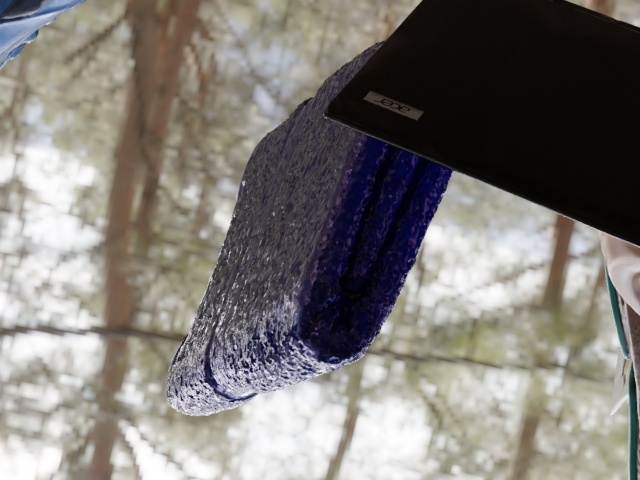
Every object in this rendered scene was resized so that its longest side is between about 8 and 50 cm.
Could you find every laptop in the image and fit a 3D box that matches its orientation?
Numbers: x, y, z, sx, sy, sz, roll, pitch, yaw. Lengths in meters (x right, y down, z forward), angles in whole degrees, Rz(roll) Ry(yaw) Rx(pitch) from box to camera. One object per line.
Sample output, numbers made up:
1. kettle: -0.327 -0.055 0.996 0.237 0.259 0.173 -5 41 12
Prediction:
1. laptop: 0.161 -0.052 0.958 0.234 0.136 0.264 24 174 18

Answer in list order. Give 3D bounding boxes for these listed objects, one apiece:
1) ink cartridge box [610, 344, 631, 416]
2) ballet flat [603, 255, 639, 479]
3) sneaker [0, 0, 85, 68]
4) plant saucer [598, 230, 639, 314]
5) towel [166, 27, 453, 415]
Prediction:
1. ink cartridge box: 0.375 -0.017 1.640 0.091 0.385 0.308 13 170 7
2. ballet flat: 0.278 0.081 1.265 0.106 0.316 0.107 0 -142 18
3. sneaker: -0.121 -0.100 0.615 0.209 0.069 0.082 -16 143 16
4. plant saucer: 0.255 0.042 1.038 0.200 0.037 0.200 32 167 8
5. towel: 0.000 0.000 1.083 0.076 0.227 0.308 23 162 -13
